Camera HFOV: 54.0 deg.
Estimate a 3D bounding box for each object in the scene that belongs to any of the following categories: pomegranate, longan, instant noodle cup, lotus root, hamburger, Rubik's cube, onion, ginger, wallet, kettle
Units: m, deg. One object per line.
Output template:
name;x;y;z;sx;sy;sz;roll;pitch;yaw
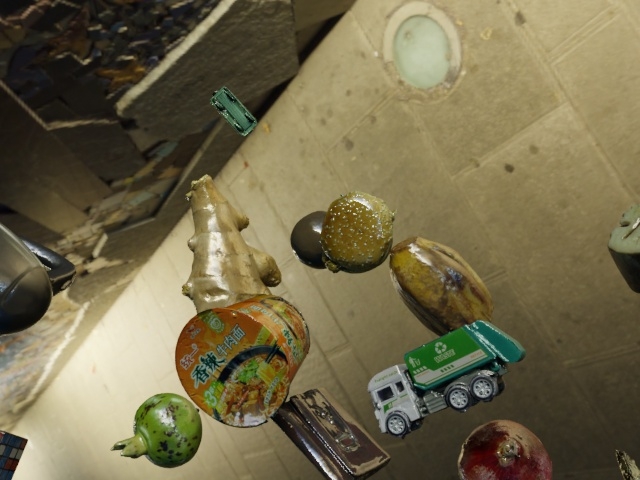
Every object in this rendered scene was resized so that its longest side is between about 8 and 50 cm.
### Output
pomegranate;-0.445;0.537;1.740;0.211;0.263;0.210;27;128;41
longan;0.000;0.000;1.782;0.189;0.189;0.189;26;127;39
instant noodle cup;-0.132;0.211;1.196;0.231;0.182;0.230;4;103;19
lotus root;0.603;-0.014;1.048;0.119;0.235;0.138;42;-174;-22
hamburger;0.088;-0.012;1.591;0.190;0.122;0.215;18;84;17
Rubik's cube;-0.675;0.432;1.281;0.093;0.092;0.092;10;156;13
onion;0.303;0.366;1.034;0.160;0.159;0.194;35;160;33
ginger;-0.194;0.031;1.435;0.166;0.237;0.375;144;128;-71
wallet;0.022;0.409;1.313;0.229;0.182;0.049;41;120;29
lotus root;0.281;0.105;1.456;0.291;0.193;0.193;43;141;-5
kettle;-0.542;0.057;0.979;0.271;0.207;0.250;26;163;4

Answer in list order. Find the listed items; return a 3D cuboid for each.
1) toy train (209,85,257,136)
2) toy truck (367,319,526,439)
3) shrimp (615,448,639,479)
toy train;-0.152;-0.223;1.089;0.093;0.038;0.056;46;176;-17
toy truck;0.201;0.219;0.999;0.254;0.114;0.124;-27;71;17
shrimp;0.390;0.449;0.819;0.272;0.445;0.085;-6;118;24
